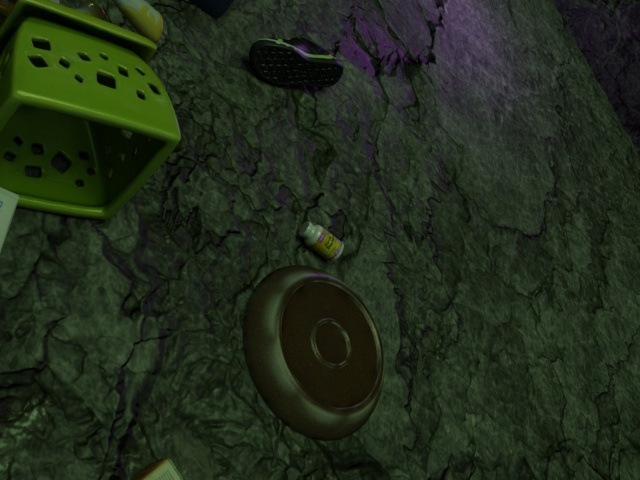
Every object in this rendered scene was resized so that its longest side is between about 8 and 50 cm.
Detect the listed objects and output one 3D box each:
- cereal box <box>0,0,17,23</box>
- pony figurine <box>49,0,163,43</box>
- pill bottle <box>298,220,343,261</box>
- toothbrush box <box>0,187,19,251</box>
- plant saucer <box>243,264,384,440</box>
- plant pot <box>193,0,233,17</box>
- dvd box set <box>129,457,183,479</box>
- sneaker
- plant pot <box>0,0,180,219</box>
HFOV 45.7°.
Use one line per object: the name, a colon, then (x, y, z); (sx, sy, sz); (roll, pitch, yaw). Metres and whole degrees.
cereal box: (-0.498, -0.456, 1.128); (0.173, 0.047, 0.240); (20, 66, -35)
pony figurine: (-0.372, -0.473, 1.055); (0.363, 0.303, 0.351); (7, 85, -60)
pill bottle: (0.000, 0.000, 1.392); (0.083, 0.043, 0.043); (36, 47, -25)
toothbrush box: (-0.432, 0.070, 0.755); (0.122, 0.283, 0.206); (28, 52, -32)
plant saucer: (0.007, 0.181, 1.299); (0.311, 0.050, 0.310); (21, 56, -35)
plant pot: (-0.193, -0.603, 1.410); (0.236, 0.212, 0.236); (35, 48, -27)
dvd box set: (-0.253, 0.498, 0.861); (0.420, 0.062, 0.307); (-35, 94, -48)
sneaker: (-0.058, -0.366, 1.531); (0.235, 0.084, 0.097); (5, 41, -44)
plant pot: (-0.347, -0.183, 1.029); (0.227, 0.228, 0.207); (12, 55, -39)
